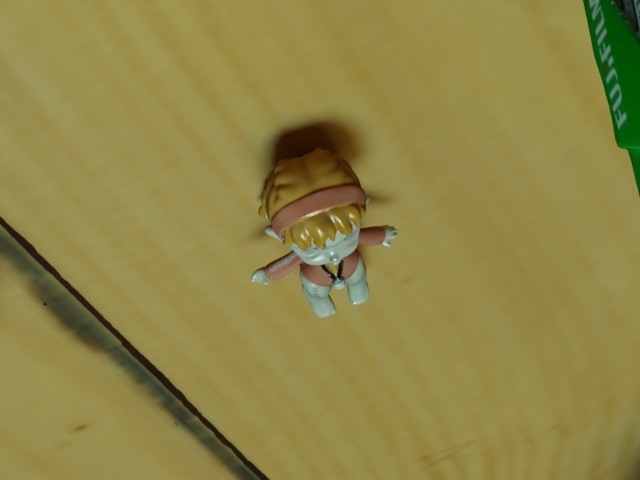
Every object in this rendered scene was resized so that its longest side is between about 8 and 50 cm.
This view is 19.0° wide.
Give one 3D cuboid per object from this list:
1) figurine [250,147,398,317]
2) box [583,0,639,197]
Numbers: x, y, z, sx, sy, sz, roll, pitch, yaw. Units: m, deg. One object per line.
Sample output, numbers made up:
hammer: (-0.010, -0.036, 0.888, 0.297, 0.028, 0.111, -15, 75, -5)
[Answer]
figurine: (0.000, 0.000, 0.780, 0.064, 0.047, 0.109, -22, 153, -4)
box: (0.212, -0.082, 0.640, 0.250, 0.180, 0.103, 4, 151, -23)
